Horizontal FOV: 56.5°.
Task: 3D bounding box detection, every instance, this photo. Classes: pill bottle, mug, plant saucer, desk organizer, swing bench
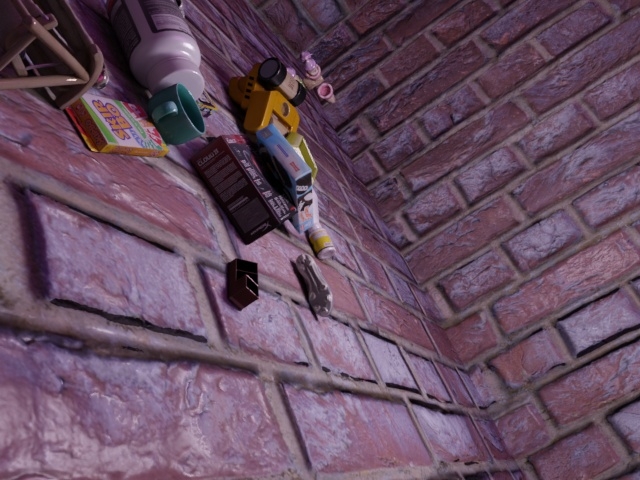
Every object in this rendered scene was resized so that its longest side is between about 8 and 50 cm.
[{"bbox_3d":[0.000,0.000,1.972,0.065,0.065,0.116,31,30,-59],"label":"pill bottle"},{"bbox_3d":[-0.405,-0.489,1.484,0.319,0.176,0.176,63,16,22],"label":"pill bottle"},{"bbox_3d":[-0.348,-0.294,1.380,0.158,0.097,0.130,51,20,-59],"label":"mug"},{"bbox_3d":[-0.060,-0.272,2.028,0.188,0.045,0.188,-76,144,-64],"label":"plant saucer"},{"bbox_3d":[-0.167,0.086,1.286,0.047,0.050,0.130,48,17,-31],"label":"desk organizer"},{"bbox_3d":[-0.500,-0.373,0.961,0.253,0.165,0.254,56,14,1],"label":"swing bench"}]

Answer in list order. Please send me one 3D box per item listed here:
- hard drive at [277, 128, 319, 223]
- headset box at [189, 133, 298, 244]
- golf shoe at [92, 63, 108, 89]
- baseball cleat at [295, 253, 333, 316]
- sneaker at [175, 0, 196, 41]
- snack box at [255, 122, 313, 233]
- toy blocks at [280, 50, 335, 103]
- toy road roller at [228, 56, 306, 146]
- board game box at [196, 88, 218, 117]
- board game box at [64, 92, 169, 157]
[{"bbox_3d":[-0.087,-0.198,2.009,0.203,0.040,0.308,-94,159,-48],"label":"hard drive"},{"bbox_3d":[-0.201,-0.154,1.562,0.293,0.110,0.218,56,14,-4],"label":"headset box"},{"bbox_3d":[-0.501,-0.384,1.206,0.186,0.067,0.086,54,-14,-1],"label":"golf shoe"},{"bbox_3d":[-0.003,0.130,1.681,0.109,0.072,0.206,44,22,-60],"label":"baseball cleat"},{"bbox_3d":[-0.453,-0.686,1.854,0.099,0.121,0.262,63,16,21],"label":"sneaker"},{"bbox_3d":[-0.097,-0.168,1.704,0.187,0.060,0.322,51,-15,21],"label":"snack box"},{"bbox_3d":[-0.134,-0.690,2.553,0.309,0.288,0.260,63,10,11],"label":"toy blocks"},{"bbox_3d":[-0.213,-0.475,2.131,0.202,0.240,0.330,34,64,-57],"label":"toy road roller"},{"bbox_3d":[-0.383,-0.441,1.710,0.170,0.048,0.141,57,13,3],"label":"board game box"},{"bbox_3d":[-0.411,-0.232,1.212,0.124,0.039,0.259,57,17,3],"label":"board game box"}]
